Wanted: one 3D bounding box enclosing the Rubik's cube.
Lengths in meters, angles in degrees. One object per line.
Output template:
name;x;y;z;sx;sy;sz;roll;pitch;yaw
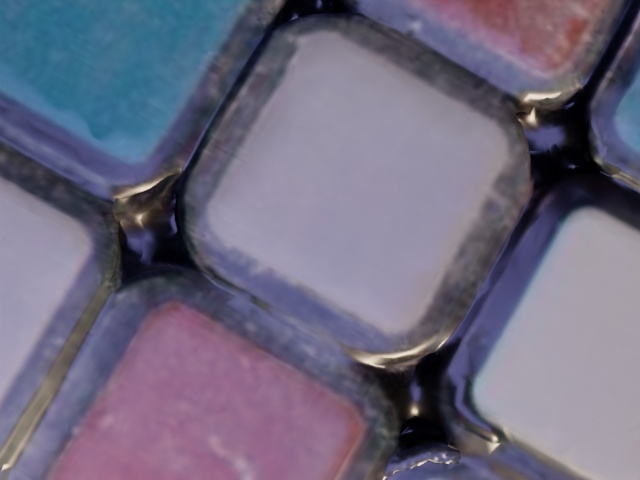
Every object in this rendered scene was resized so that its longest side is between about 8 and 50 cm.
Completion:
Rubik's cube;0.000;0.000;0.548;0.359;0.362;0.363;28;83;2
